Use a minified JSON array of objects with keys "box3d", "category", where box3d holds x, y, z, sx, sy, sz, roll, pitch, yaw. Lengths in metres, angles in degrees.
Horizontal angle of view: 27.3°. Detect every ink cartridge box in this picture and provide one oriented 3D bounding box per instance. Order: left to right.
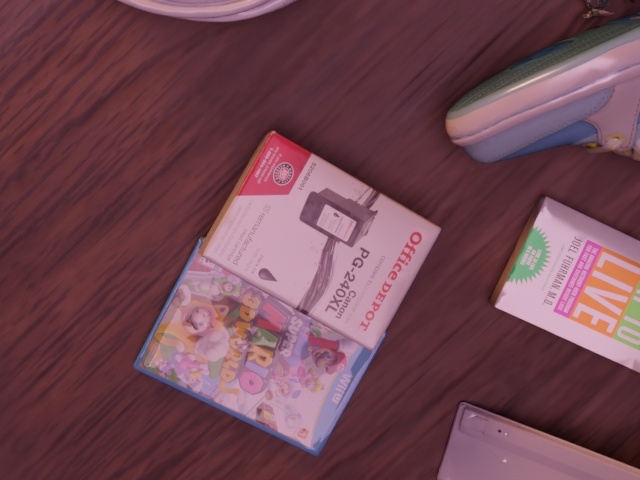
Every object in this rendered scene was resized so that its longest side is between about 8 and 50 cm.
[{"box3d":[0.000,0.000,0.996,0.150,0.063,0.109,29,89,-8],"category":"ink cartridge box"}]

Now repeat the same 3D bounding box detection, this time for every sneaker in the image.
[{"box3d":[0.267,-0.068,0.974,0.319,0.127,0.208,-20,101,2],"category":"sneaker"}]

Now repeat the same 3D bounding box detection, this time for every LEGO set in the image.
[{"box3d":[0.220,-0.202,0.997,0.083,0.023,0.054,-40,104,-8],"category":"LEGO set"}]

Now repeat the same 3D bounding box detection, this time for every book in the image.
[{"box3d":[0.219,0.037,1.044,0.144,0.035,0.096,24,96,-7],"category":"book"}]

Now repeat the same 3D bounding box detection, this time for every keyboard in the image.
[{"box3d":[0.217,0.204,1.031,0.256,0.014,0.072,20,108,20],"category":"keyboard"}]

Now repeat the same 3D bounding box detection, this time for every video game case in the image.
[{"box3d":[-0.048,0.085,1.044,0.166,0.015,0.119,27,99,-9],"category":"video game case"}]

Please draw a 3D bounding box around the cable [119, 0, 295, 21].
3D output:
[{"box3d":[-0.081,-0.284,0.925,0.257,0.089,0.257,-10,103,0],"category":"cable"}]
